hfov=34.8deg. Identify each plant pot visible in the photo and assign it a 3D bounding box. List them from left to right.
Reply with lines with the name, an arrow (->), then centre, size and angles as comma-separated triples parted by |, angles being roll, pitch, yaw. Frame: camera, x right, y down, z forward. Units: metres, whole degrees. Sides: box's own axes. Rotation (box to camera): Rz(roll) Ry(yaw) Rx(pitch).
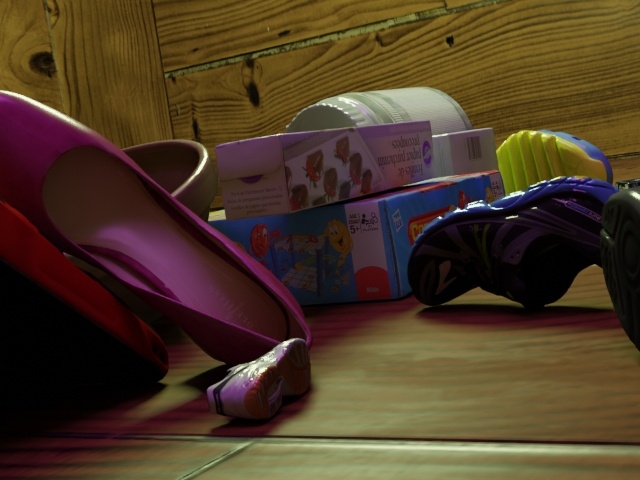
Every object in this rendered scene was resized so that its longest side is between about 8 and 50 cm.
plant pot -> -0.187, 0.013, 0.877 | 0.237, 0.110, 0.237 | -19, 23, 8

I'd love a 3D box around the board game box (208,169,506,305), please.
board game box -> 0.000, 0.000, 1.046 | 0.308, 0.086, 0.302 | -6, 5, 29

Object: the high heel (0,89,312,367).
high heel -> -0.108, -0.007, 0.609 | 0.082, 0.244, 0.117 | -47, 15, -24

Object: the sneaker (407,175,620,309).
sneaker -> 0.130, 0.014, 0.723 | 0.067, 0.078, 0.188 | 23, -31, -34

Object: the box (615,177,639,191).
box -> 0.508, -0.087, 1.609 | 0.067, 0.018, 0.083 | -9, 4, 4

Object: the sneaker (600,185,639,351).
sneaker -> 0.220, 0.015, 0.471 | 0.130, 0.087, 0.227 | -8, 7, -10

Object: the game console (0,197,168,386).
game console -> -0.331, 0.017, 0.611 | 0.386, 0.060, 0.342 | -5, -35, 27

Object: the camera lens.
camera lens -> 0.101, -0.129, 1.625 | 0.219, 0.219, 0.274 | -4, 6, 45

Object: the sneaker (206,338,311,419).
sneaker -> -0.032, 0.072, 0.546 | 0.037, 0.032, 0.083 | -6, 4, 23

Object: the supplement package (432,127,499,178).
supplement package -> 0.100, -0.064, 1.350 | 0.244, 0.134, 0.139 | -6, 5, 34

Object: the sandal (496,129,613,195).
sandal -> 0.300, -0.089, 1.416 | 0.138, 0.126, 0.317 | -6, 5, -24

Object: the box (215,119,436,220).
box -> 0.018, -0.070, 0.927 | 0.067, 0.063, 0.324 | -5, 6, 28
